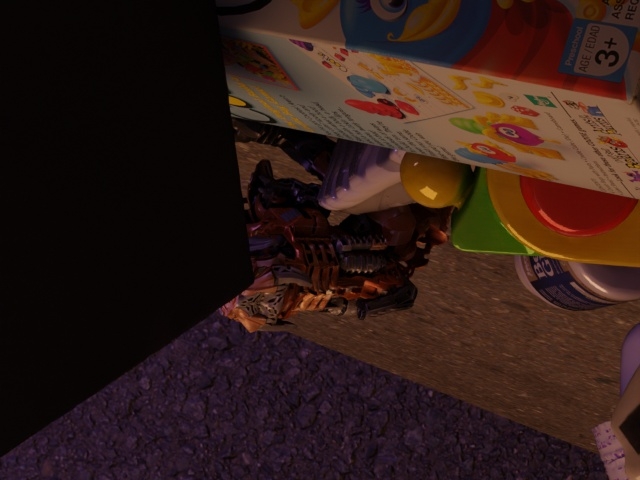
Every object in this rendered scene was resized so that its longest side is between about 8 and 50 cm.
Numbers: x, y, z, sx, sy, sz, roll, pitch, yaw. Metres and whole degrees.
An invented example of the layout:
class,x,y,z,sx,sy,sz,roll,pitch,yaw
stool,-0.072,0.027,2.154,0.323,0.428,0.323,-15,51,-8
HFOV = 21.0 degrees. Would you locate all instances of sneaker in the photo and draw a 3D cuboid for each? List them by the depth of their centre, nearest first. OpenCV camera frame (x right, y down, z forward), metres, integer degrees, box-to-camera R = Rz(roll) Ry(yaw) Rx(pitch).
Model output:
class,x,y,z,sx,sy,sz,roll,pitch,yaw
sneaker,0.083,-0.057,1.180,0.115,0.105,0.281,23,169,-17

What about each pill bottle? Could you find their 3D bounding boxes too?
class,x,y,z,sx,sy,sz,roll,pitch,yaw
pill bottle,0.205,0.006,1.315,0.094,0.094,0.169,21,170,-8

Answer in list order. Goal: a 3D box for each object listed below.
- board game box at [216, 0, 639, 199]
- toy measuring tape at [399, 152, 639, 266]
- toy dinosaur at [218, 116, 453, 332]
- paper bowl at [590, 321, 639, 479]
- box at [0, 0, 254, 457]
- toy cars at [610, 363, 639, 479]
class,x,y,z,sx,sy,sz,roll,pitch,yaw
board game box,0.050,-0.124,0.777,0.275,0.142,0.144,14,169,28
toy measuring tape,0.212,-0.044,0.999,0.330,0.121,0.121,4,169,3
toy dinosaur,0.000,0.000,1.359,0.218,0.164,0.322,32,-173,28
paper bowl,0.324,0.095,1.203,0.284,0.148,0.284,-21,171,-4
box,-0.226,-0.116,0.733,0.343,0.312,0.179,17,-145,36
toy cars,0.198,-0.044,0.675,0.087,0.176,0.393,56,159,33
